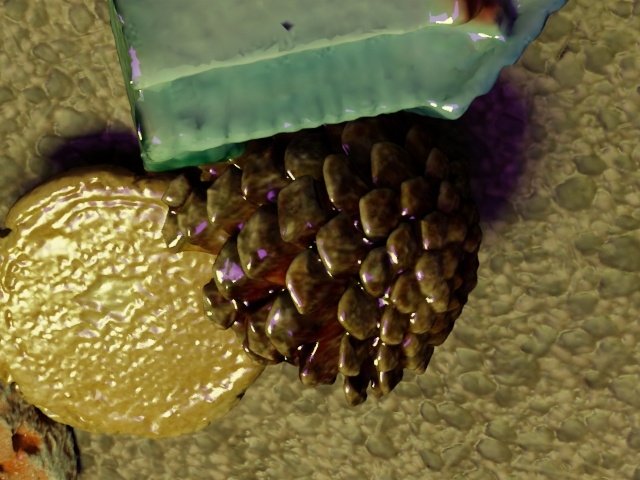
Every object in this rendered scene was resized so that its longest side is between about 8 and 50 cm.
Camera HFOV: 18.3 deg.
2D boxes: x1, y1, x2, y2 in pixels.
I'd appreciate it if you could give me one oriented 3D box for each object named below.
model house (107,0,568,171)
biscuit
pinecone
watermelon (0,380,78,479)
[{"bbox_3d":[0.027,-0.207,1.114,0.329,0.252,0.295,-11,95,-2],"label":"model house"},{"bbox_3d":[-0.135,0.045,1.392,0.226,0.042,0.226,-1,120,-1],"label":"biscuit"},{"bbox_3d":[0.001,0.002,1.261,0.204,0.184,0.179,11,113,13],"label":"pinecone"},{"bbox_3d":[-0.252,0.120,1.461,0.094,0.154,0.241,-5,135,19],"label":"watermelon"}]
